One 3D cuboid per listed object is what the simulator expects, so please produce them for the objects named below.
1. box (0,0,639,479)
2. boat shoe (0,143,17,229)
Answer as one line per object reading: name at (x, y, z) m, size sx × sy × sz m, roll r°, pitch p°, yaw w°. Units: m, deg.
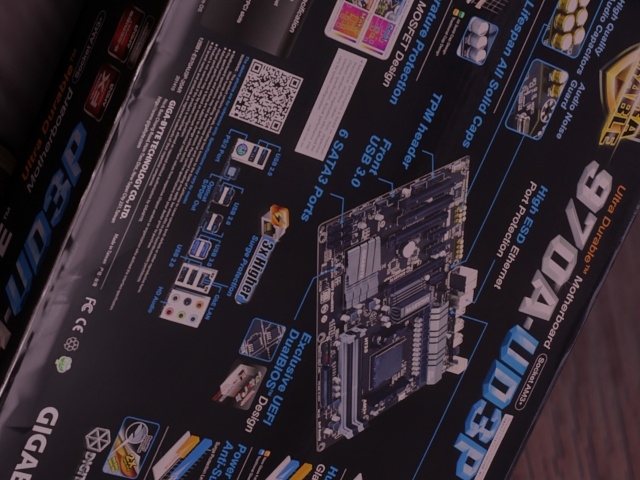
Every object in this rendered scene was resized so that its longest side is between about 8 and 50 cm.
box at (0.000, 0.000, 0.489) m, size 0.175 × 0.051 × 0.220 m, roll 18°, pitch 101°, yaw -34°
boat shoe at (-0.082, 0.035, 0.522) m, size 0.056 × 0.049 × 0.152 m, roll -32°, pitch 127°, yaw 4°
